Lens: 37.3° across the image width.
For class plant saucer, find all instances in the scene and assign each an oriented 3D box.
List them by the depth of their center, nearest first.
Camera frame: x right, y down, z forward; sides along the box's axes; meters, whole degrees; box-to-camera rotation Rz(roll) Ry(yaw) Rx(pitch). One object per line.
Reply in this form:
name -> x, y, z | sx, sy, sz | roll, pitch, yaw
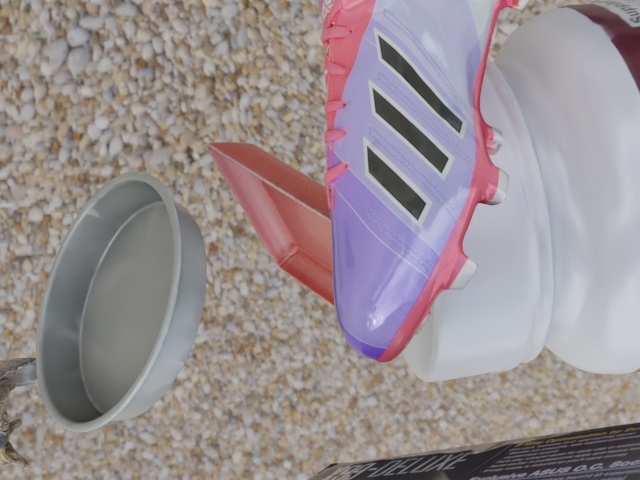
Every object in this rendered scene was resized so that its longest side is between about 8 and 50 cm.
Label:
plant saucer -> 0.000, 0.000, 1.142 | 0.048, 0.259, 0.258 | -45, 140, -16

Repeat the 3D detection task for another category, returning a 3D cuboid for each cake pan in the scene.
cake pan -> -0.223, 0.069, 1.057 | 0.054, 0.293, 0.293 | 20, 111, -39

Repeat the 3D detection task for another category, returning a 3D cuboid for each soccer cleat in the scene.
soccer cleat -> 0.031, -0.066, 0.405 | 0.095, 0.248, 0.083 | 21, 150, -7

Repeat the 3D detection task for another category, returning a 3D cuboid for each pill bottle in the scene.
pill bottle -> 0.233, -0.043, 0.581 | 0.392, 0.224, 0.224 | -11, 122, -6

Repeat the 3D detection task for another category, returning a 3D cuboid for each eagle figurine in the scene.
eagle figurine -> -0.480, 0.210, 1.261 | 0.226, 0.225, 0.298 | -27, 143, -19

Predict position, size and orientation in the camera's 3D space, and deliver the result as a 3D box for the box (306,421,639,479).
box -> 0.038, 0.138, 0.298 | 0.242, 0.307, 0.076 | -21, 90, -46
